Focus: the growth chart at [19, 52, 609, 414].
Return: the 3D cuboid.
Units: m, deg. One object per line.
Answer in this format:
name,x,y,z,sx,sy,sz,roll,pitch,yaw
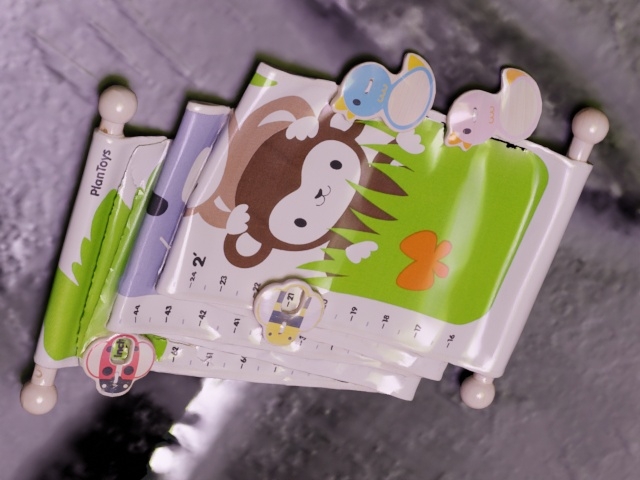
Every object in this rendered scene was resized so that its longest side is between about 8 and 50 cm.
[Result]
growth chart,0.000,0.000,0.809,0.237,0.021,0.172,3,115,-20
